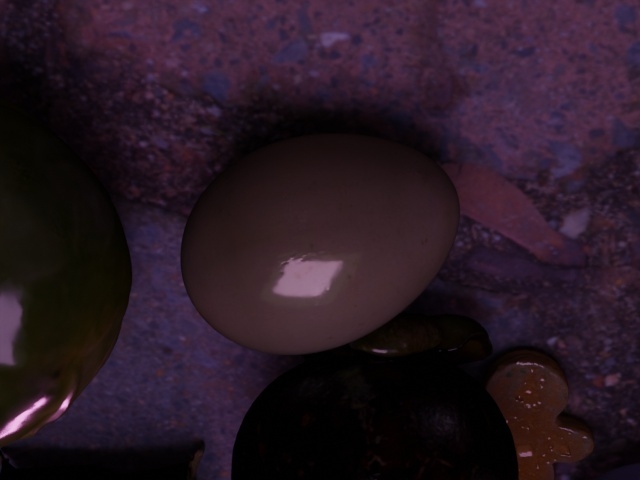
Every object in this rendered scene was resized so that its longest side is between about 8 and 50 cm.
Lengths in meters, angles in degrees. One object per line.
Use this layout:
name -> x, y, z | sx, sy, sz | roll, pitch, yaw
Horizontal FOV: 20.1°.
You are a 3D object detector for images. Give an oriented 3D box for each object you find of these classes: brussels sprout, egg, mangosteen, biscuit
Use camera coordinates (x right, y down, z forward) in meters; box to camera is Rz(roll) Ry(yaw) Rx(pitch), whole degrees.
brussels sprout -> -0.330, 0.048, 1.585 | 0.315, 0.276, 0.371 | 40, 118, -18
egg -> 0.000, 0.000, 1.585 | 0.254, 0.188, 0.188 | -17, 122, 7
mangosteen -> 0.052, 0.202, 1.683 | 0.288, 0.288, 0.288 | 1, 124, 2
biscuit -> 0.195, 0.205, 1.809 | 0.153, 0.030, 0.234 | 3, 124, 0

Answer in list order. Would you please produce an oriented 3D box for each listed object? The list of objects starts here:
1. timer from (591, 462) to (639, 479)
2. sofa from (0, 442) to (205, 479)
timer -> 0.367, 0.420, 1.860 | 0.395, 0.173, 0.395 | 1, 124, 1
sofa -> -0.223, 0.332, 1.819 | 0.258, 0.200, 0.182 | -2, 122, 3
